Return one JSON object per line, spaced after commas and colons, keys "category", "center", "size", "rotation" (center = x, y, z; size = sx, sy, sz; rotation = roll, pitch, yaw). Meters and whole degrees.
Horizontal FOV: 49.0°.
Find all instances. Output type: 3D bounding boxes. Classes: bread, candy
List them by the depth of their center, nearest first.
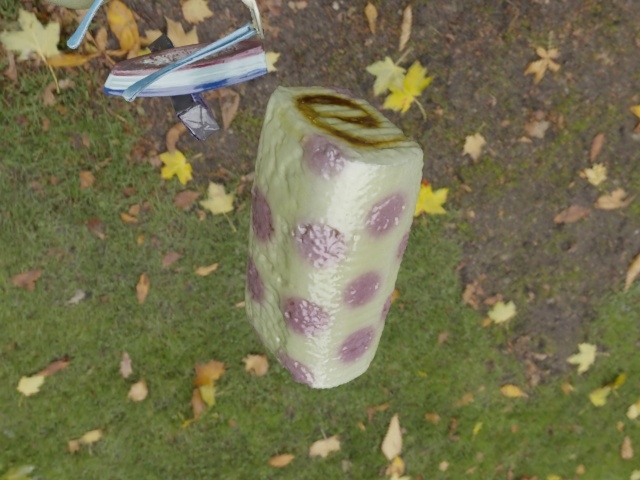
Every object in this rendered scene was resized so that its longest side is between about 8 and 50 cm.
{"category": "bread", "center": [0.000, 0.000, 0.840], "size": [0.155, 0.187, 0.338], "rotation": [-13, 133, -28]}
{"category": "candy", "center": [-0.298, -0.333, 1.499], "size": [0.061, 0.312, 0.088], "rotation": [-33, 138, 3]}

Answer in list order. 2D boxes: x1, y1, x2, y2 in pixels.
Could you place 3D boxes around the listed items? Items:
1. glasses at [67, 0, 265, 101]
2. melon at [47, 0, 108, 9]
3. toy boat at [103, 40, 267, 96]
{"category": "glasses", "center": [-0.162, -0.250, 0.825], "size": [0.220, 0.088, 0.189], "rotation": [-44, 157, -3]}
{"category": "melon", "center": [-0.515, -0.614, 1.375], "size": [0.268, 0.268, 0.330], "rotation": [-31, 147, 1]}
{"category": "toy boat", "center": [-0.185, -0.238, 0.966], "size": [0.229, 0.080, 0.046], "rotation": [-13, 153, -17]}
